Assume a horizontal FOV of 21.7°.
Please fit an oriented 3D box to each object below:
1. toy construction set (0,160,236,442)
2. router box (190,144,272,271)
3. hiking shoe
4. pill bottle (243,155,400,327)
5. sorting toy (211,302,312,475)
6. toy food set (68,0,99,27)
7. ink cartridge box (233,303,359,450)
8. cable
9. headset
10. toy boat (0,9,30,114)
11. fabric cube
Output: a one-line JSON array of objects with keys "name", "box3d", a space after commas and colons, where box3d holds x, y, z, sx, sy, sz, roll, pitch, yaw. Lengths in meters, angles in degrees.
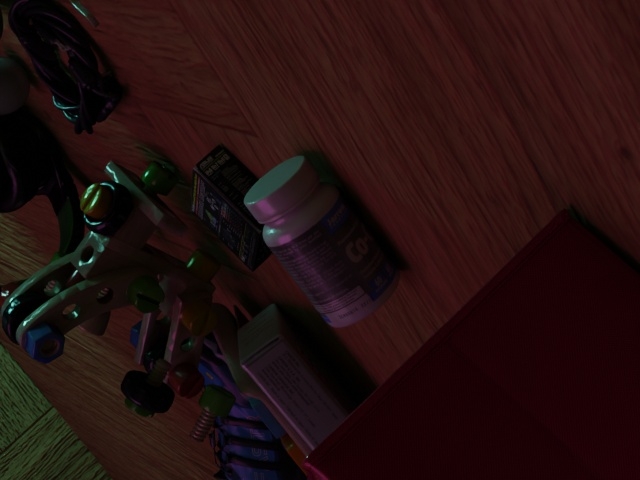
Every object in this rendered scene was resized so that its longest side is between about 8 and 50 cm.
[{"name": "toy construction set", "box3d": [-0.199, 0.023, 1.840, 0.257, 0.237, 0.309, 26, -171, -18]}, {"name": "router box", "box3d": [-0.081, -0.030, 1.617, 0.092, 0.038, 0.122, 44, 162, 9]}, {"name": "hiking shoe", "box3d": [-0.094, 0.232, 2.045, 0.304, 0.132, 0.113, 49, 176, -3]}, {"name": "pill bottle", "box3d": [0.000, 0.000, 1.421, 0.137, 0.078, 0.078, 53, 162, -18]}, {"name": "sorting toy", "box3d": [-0.050, 0.183, 1.884, 0.208, 0.038, 0.193, 49, -175, -33]}, {"name": "toy food set", "box3d": [-0.246, -0.276, 1.428, 0.132, 0.038, 0.192, 46, 174, 48]}, {"name": "ink cartridge box", "box3d": [0.011, 0.187, 1.853, 0.275, 0.060, 0.239, 51, -174, -14]}, {"name": "cable", "box3d": [-0.273, -0.180, 1.728, 0.150, 0.047, 0.184, 49, 163, -7]}, {"name": "headset", "box3d": [-0.431, -0.104, 2.025, 0.394, 0.243, 0.185, 60, 142, 18]}, {"name": "toy boat", "box3d": [-0.419, -0.242, 1.825, 0.267, 0.148, 0.318, 29, 148, 34]}, {"name": "fabric cube", "box3d": [0.163, 0.188, 1.142, 0.258, 0.259, 0.254, 42, 163, 16]}]
